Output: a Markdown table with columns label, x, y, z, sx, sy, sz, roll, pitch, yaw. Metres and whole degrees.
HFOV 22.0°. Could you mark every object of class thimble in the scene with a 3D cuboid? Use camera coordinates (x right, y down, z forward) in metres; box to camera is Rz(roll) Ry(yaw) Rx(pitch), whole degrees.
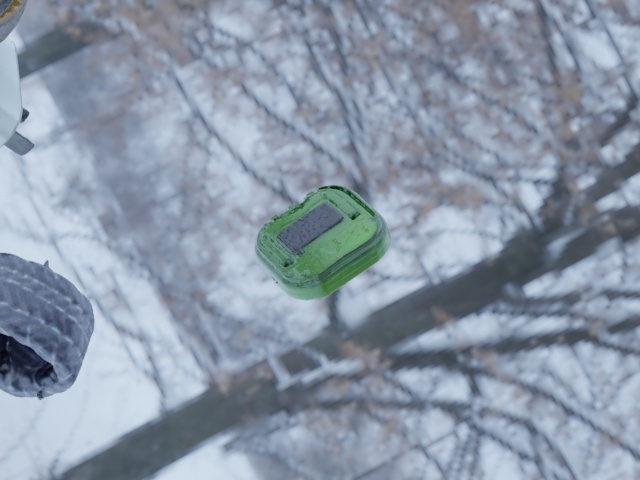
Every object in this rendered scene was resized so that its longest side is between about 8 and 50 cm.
| label | x | y | z | sx | sy | sz | roll | pitch | yaw |
| --- | --- | --- | --- | --- | --- | --- | --- | --- | --- |
| thimble | -0.215 | 0.061 | 1.175 | 0.104 | 0.095 | 0.066 | 60 | 36 | -41 |

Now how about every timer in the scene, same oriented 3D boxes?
| label | x | y | z | sx | sy | sz | roll | pitch | yaw |
| --- | --- | --- | --- | --- | --- | --- | --- | --- | --- |
| timer | 0.000 | 0.000 | 1.842 | 0.128 | 0.140 | 0.047 | 44 | -18 | 42 |

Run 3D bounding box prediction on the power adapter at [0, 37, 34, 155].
| label | x | y | z | sx | sy | sz | roll | pitch | yaw |
| --- | --- | --- | --- | --- | --- | --- | --- | --- | --- |
| power adapter | -0.433 | -0.184 | 1.900 | 0.255 | 0.124 | 0.187 | 37 | 26 | -40 |

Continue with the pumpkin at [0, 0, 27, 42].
| label | x | y | z | sx | sy | sz | roll | pitch | yaw |
| --- | --- | --- | --- | --- | --- | --- | --- | --- | --- |
| pumpkin | -0.310 | -0.303 | 1.373 | 0.320 | 0.192 | 0.320 | -163 | -90 | -87 |
